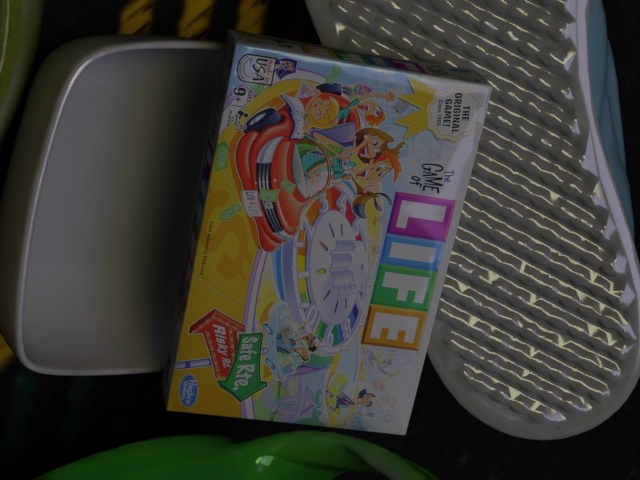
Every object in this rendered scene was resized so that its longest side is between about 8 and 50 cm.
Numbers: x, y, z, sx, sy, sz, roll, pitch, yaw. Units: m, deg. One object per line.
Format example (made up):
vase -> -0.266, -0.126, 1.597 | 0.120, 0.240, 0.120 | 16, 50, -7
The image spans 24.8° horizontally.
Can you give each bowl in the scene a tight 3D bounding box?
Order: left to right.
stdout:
bowl -> -0.071, -0.020, 0.601 | 0.142, 0.053, 0.142 | -1, 113, -44

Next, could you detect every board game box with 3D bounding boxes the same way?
board game box -> 0.000, 0.000, 0.585 | 0.103, 0.026, 0.154 | 7, 109, -14

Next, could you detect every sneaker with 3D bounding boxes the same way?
sneaker -> 0.064, -0.101, 0.655 | 0.135, 0.150, 0.366 | -7, 106, 5

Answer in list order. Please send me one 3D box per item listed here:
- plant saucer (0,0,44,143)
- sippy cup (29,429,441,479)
plant saucer -> -0.191, -0.074, 0.480 | 0.241, 0.037, 0.241 | -20, 123, -33
sippy cup -> -0.055, 0.237, 0.589 | 0.240, 0.224, 0.306 | -7, 136, -35
